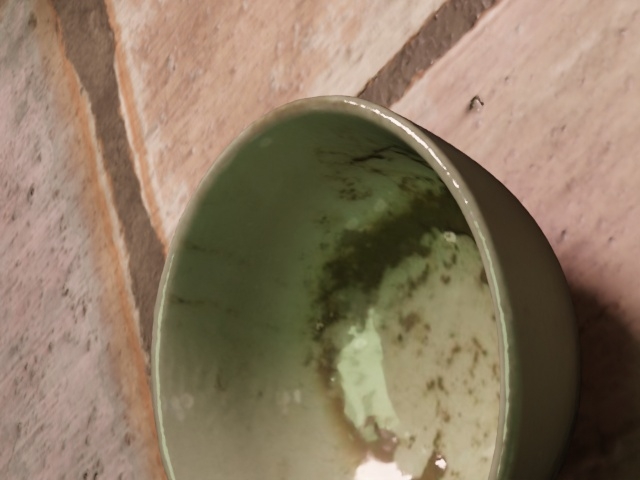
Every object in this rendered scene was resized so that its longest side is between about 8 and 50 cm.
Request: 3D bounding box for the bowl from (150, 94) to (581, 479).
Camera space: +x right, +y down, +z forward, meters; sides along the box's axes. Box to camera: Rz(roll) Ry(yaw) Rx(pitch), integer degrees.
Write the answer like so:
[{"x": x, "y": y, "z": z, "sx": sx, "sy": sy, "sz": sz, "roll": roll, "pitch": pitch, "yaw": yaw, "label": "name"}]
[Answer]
[{"x": 0.042, "y": 0.070, "z": 0.701, "sx": 0.289, "sy": 0.146, "sz": 0.289, "roll": -5, "pitch": 83, "yaw": 47, "label": "bowl"}]
